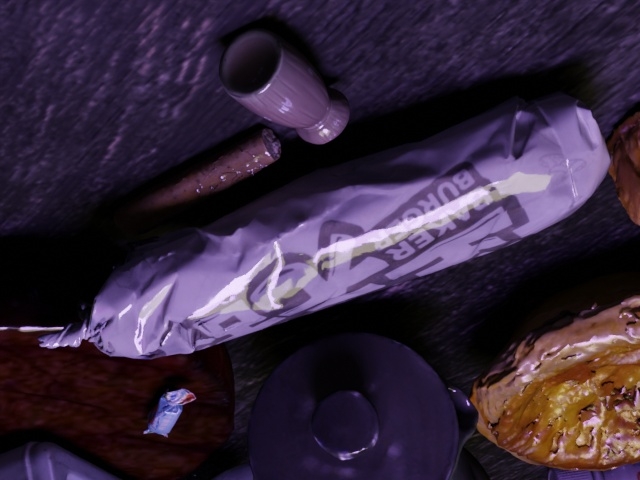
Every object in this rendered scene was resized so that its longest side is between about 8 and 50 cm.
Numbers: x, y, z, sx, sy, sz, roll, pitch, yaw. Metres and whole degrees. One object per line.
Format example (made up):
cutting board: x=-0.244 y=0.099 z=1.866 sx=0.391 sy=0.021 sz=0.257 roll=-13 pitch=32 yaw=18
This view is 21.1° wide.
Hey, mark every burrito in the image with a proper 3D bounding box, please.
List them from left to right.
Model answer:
burrito: x=0.000 y=0.000 z=1.284 sx=0.445 sy=0.101 sz=0.139 roll=-20 pitch=171 yaw=6

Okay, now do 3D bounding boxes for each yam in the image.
yam: x=-0.093 y=-0.042 z=1.282 sx=0.145 sy=0.032 sz=0.032 roll=-27 pitch=145 yaw=27

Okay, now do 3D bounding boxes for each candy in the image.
candy: x=-0.124 y=0.142 z=1.415 sx=0.030 sy=0.020 sz=0.083 roll=5 pitch=149 yaw=-16

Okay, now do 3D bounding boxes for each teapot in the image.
teapot: x=0.022 y=0.221 z=1.565 sx=0.270 sy=0.200 sz=0.337 roll=-11 pitch=154 yaw=6

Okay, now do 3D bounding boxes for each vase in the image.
vase: x=-0.022 y=-0.102 z=1.174 sx=0.053 sy=0.053 sz=0.100 roll=-23 pitch=151 yaw=23

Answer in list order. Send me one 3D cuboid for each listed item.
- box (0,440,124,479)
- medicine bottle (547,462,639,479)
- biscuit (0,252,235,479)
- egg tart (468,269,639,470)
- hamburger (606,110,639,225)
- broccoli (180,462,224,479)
box: x=-0.235 y=0.297 z=1.527 sx=0.182 sy=0.175 sz=0.312 roll=-26 pitch=145 yaw=16
medicine bottle: x=0.339 y=0.280 z=1.870 sx=0.168 sy=0.105 sz=0.105 roll=-8 pitch=150 yaw=-2
biscuit: x=-0.276 y=0.129 z=1.470 sx=0.407 sy=0.091 sz=0.407 roll=-5 pitch=151 yaw=-3
egg tart: x=0.269 y=0.106 z=1.547 sx=0.290 sy=0.115 sz=0.290 roll=-6 pitch=148 yaw=-4
hamburger: x=0.320 y=-0.077 z=1.232 sx=0.124 sy=0.131 sz=0.262 roll=6 pitch=151 yaw=-21
broccoli: x=-0.132 y=0.301 z=1.722 sx=0.167 sy=0.160 sz=0.154 roll=15 pitch=170 yaw=-3
